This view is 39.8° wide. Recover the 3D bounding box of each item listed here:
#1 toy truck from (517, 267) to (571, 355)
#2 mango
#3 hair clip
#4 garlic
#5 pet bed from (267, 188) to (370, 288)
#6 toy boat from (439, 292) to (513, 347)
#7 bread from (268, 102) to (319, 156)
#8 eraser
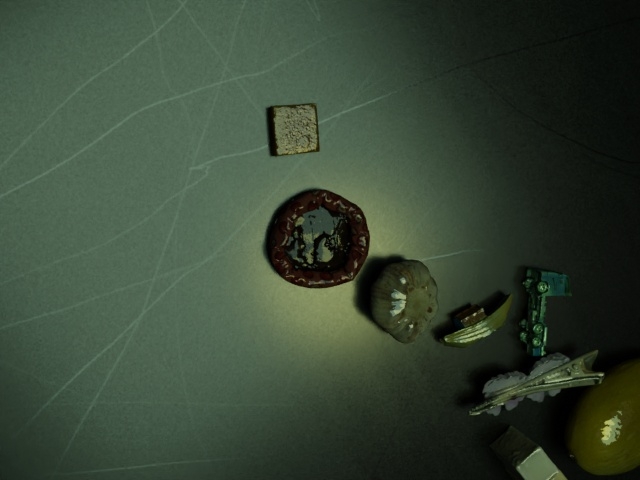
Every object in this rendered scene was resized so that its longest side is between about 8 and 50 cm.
[{"bbox_3d":[0.452,0.144,1.777,0.081,0.067,0.175,3,95,-15],"label":"toy truck"},{"bbox_3d":[0.633,0.344,1.809,0.332,0.142,0.195,-41,107,-15],"label":"mango"},{"bbox_3d":[0.427,0.292,1.769,0.292,0.084,0.106,-17,134,-7],"label":"hair clip"},{"bbox_3d":[0.156,0.110,1.688,0.147,0.102,0.159,-25,112,-24],"label":"garlic"},{"bbox_3d":[0.000,0.000,1.665,0.201,0.053,0.201,-2,95,-19],"label":"pet bed"},{"bbox_3d":[0.314,0.160,1.751,0.172,0.065,0.066,-29,82,-12],"label":"toy boat"},{"bbox_3d":[-0.048,-0.205,1.642,0.090,0.035,0.094,-6,96,-12],"label":"bread"},{"bbox_3d":[0.482,0.536,1.783,0.078,0.144,0.343,-39,102,-6],"label":"eraser"}]
